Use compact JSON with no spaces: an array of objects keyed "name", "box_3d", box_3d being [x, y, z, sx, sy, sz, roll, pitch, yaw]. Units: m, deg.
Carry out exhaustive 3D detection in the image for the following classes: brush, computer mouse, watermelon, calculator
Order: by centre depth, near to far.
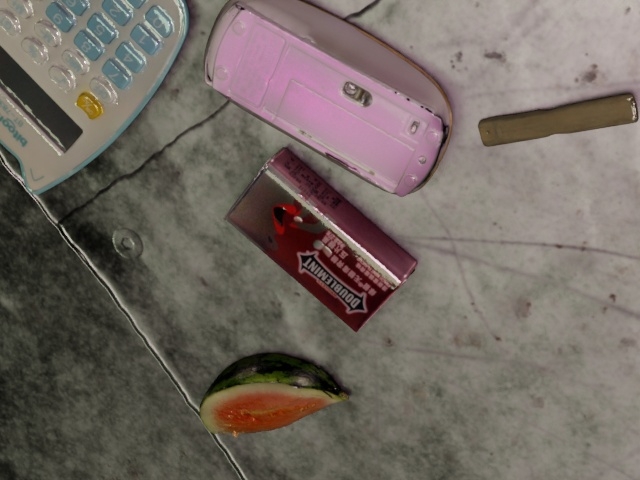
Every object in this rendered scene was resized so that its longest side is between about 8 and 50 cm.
[{"name":"brush","box_3d":[0.263,-0.135,1.423,0.190,0.027,0.034,-8,108,36]},{"name":"computer mouse","box_3d":[0.009,-0.172,1.493,0.310,0.072,0.158,30,123,8]},{"name":"calculator","box_3d":[-0.322,-0.247,1.625,0.256,0.054,0.386,46,124,-2]},{"name":"watermelon","box_3d":[-0.082,0.216,1.750,0.245,0.063,0.119,-20,118,31]}]

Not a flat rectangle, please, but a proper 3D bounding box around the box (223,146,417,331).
[{"name":"box","box_3d":[0.000,0.000,1.590,0.224,0.069,0.120,42,125,-1]}]
